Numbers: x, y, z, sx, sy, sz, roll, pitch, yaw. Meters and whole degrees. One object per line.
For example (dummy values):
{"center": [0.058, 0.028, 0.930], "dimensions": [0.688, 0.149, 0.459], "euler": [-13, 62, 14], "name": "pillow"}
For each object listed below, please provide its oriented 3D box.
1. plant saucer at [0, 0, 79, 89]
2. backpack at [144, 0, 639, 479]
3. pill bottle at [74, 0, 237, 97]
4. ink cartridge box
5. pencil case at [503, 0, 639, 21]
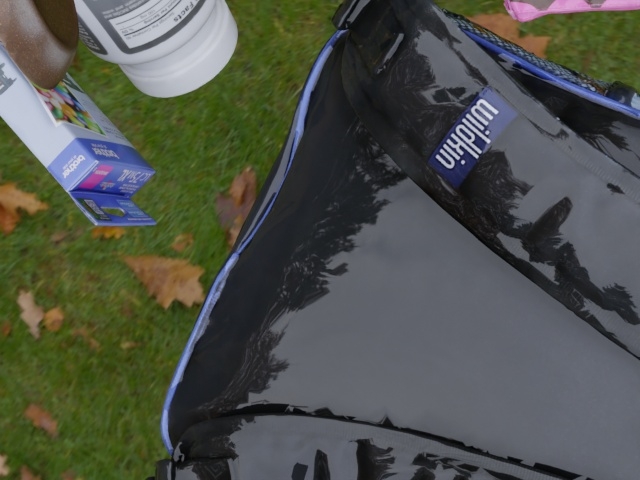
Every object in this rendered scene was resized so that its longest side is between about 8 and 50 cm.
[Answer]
{"center": [-0.272, -0.241, 1.065], "dimensions": [0.036, 0.198, 0.198], "euler": [-16, 100, 7], "name": "plant saucer"}
{"center": [0.096, 0.052, 0.503], "dimensions": [0.263, 0.213, 0.276], "euler": [28, 102, 27], "name": "backpack"}
{"center": [-0.258, -0.359, 1.467], "dimensions": [0.210, 0.210, 0.363], "euler": [-25, 143, 7], "name": "pill bottle"}
{"center": [-0.319, -0.147, 1.400], "dimensions": [0.065, 0.186, 0.311], "euler": [-42, 81, 10], "name": "ink cartridge box"}
{"center": [0.287, -0.270, 1.164], "dimensions": [0.209, 0.095, 0.098], "euler": [-2, 87, 12], "name": "pencil case"}
